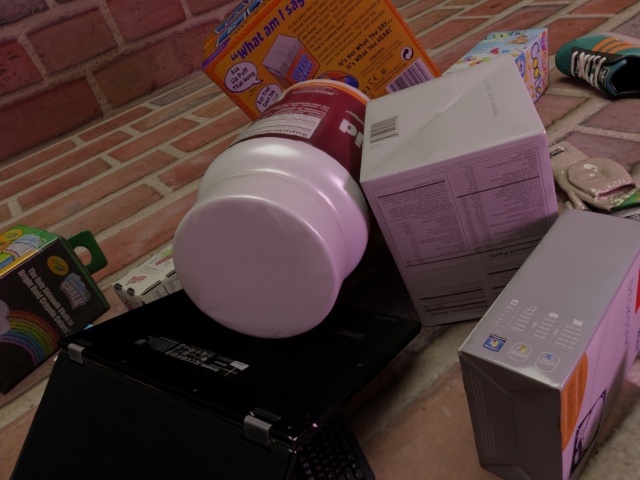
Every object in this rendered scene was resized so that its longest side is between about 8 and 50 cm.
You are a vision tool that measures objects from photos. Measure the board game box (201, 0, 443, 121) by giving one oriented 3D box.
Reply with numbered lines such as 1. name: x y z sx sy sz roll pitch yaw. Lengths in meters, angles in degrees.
1. board game box: -0.012 -0.416 1.151 0.356 0.356 0.356 -39 30 13

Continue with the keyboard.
1. keyboard: -0.019 0.233 0.602 0.108 0.023 0.180 -24 32 -8

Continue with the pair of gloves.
1. pair of gloves: 0.374 -0.063 0.823 0.240 0.042 0.204 -30 38 -8

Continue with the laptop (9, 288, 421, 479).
1. laptop: -0.137 0.239 0.603 0.382 0.236 0.408 8 20 34

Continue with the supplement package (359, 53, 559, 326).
1. supplement package: 0.190 -0.056 0.668 0.198 0.262 0.199 -14 38 20

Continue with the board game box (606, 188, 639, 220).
1. board game box: 0.454 -0.029 0.678 0.260 0.030 0.136 -35 15 -9

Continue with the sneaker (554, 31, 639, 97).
1. sneaker: 0.632 -0.381 1.106 0.121 0.108 0.302 -28 35 -22

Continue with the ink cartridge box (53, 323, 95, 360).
1. ink cartridge box: -0.401 0.184 0.860 0.048 0.028 0.083 3 38 31

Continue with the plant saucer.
1. plant saucer: 0.000 0.000 0.841 0.278 0.041 0.278 -4 31 2

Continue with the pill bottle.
1. pill bottle: -0.031 -0.066 0.701 0.224 0.224 0.392 -7 30 18

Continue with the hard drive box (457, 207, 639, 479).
1. hard drive box: 0.244 0.107 0.509 0.089 0.181 0.232 16 47 41

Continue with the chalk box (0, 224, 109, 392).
1. chalk box: -0.535 0.092 0.930 0.179 0.180 0.289 10 41 36

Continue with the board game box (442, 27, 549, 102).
1. board game box: 0.406 -0.365 1.165 0.144 0.142 0.275 13 45 40

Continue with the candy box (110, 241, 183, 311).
1. candy box: -0.240 0.047 0.919 0.233 0.071 0.159 -38 24 -29
